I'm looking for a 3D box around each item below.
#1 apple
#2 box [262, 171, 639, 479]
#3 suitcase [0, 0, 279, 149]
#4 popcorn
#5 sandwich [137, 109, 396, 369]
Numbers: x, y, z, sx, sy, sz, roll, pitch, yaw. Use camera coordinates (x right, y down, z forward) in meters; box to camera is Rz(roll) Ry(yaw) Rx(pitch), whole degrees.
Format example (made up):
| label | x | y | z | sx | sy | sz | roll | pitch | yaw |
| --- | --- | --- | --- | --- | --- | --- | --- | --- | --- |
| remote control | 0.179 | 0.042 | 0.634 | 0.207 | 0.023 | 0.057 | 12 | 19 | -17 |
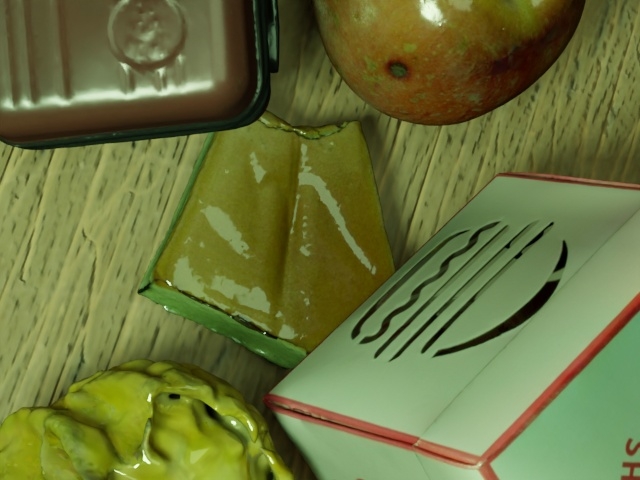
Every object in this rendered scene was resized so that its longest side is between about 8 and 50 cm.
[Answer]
| label | x | y | z | sx | sy | sz | roll | pitch | yaw |
| --- | --- | --- | --- | --- | --- | --- | --- | --- | --- |
| apple | 0.108 | -0.223 | 1.575 | 0.253 | 0.253 | 0.253 | 4 | 79 | -21 |
| box | 0.199 | 0.155 | 1.467 | 0.314 | 0.300 | 0.312 | -42 | 116 | -22 |
| suitcase | -0.156 | -0.222 | 1.464 | 0.236 | 0.161 | 0.297 | -5 | 88 | 7 |
| popcorn | -0.140 | 0.205 | 1.425 | 0.250 | 0.190 | 0.250 | 6 | 72 | -19 |
| sandwich | 0.000 | 0.000 | 1.582 | 0.245 | 0.063 | 0.212 | 28 | 71 | -16 |
